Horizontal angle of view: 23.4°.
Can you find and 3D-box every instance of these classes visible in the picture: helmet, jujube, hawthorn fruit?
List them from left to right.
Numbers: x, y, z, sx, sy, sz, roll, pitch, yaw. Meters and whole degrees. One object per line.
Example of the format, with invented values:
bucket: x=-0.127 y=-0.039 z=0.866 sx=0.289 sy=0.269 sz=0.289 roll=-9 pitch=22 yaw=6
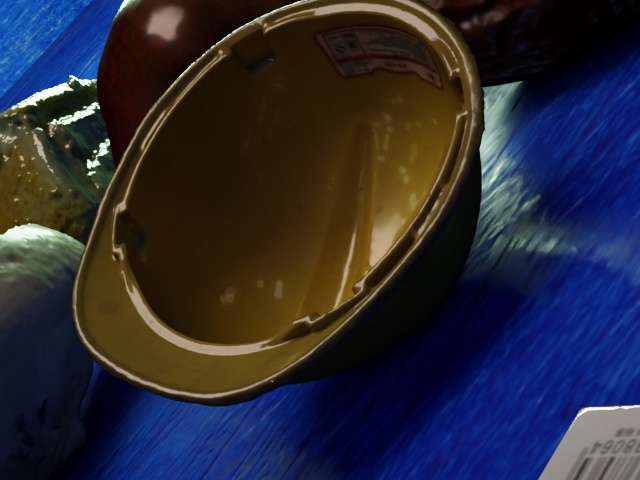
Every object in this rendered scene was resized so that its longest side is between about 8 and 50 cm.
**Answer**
hawthorn fruit: x=-0.078 y=-0.104 z=1.141 sx=0.208 sy=0.208 sz=0.248 roll=-48 pitch=23 yaw=-15
helmet: x=0.000 y=0.000 z=0.841 sx=0.205 sy=0.140 sz=0.257 roll=19 pitch=69 yaw=35
jujube: x=0.123 y=-0.178 z=0.966 sx=0.236 sy=0.168 sz=0.168 roll=-5 pitch=39 yaw=37

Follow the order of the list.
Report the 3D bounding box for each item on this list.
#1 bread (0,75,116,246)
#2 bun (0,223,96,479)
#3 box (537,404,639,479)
bread: x=-0.194 y=-0.050 z=1.307 sx=0.124 sy=0.186 sz=0.257 roll=-41 pitch=9 yaw=22
bun: x=-0.248 y=0.128 z=1.079 sx=0.287 sy=0.146 sz=0.287 roll=-48 pitch=4 yaw=4
box: x=0.119 y=0.137 z=0.336 sx=0.220 sy=0.091 sz=0.274 roll=-53 pitch=20 yaw=-25
